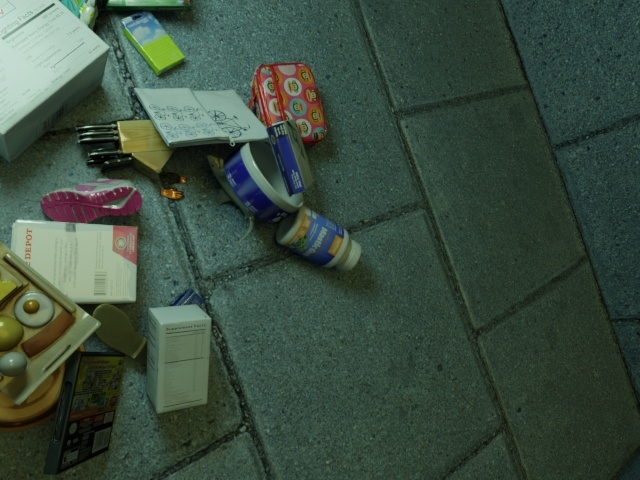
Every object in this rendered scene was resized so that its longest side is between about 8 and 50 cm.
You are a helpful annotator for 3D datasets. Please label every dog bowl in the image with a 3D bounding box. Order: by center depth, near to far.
[{"bbox_3d":[-0.173,-0.184,1.480,0.265,0.104,0.264,47,21,-24],"label":"dog bowl"}]

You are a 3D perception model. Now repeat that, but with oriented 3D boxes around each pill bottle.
[{"bbox_3d":[0.000,0.000,1.603,0.272,0.152,0.152,29,67,-23],"label":"pill bottle"}]

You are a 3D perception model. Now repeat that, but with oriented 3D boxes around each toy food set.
[{"bbox_3d":[-0.650,0.153,0.967,0.306,0.092,0.219,47,62,-16],"label":"toy food set"}]

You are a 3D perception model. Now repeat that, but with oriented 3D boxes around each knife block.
[{"bbox_3d":[-0.543,-0.302,1.369,0.242,0.088,0.275,37,64,-21],"label":"knife block"}]

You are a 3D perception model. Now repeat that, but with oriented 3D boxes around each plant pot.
[{"bbox_3d":[-0.689,0.299,1.093,0.291,0.204,0.290,7,77,-31],"label":"plant pot"}]

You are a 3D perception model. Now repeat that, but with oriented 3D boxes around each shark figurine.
[{"bbox_3d":[-0.273,-0.123,1.484,0.278,0.116,0.166,61,14,8],"label":"shark figurine"}]

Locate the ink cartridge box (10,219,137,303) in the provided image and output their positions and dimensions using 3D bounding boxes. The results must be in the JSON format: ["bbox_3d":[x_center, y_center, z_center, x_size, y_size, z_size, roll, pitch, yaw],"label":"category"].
[{"bbox_3d":[-0.631,0.063,1.225,0.283,0.117,0.207,4,79,-31],"label":"ink cartridge box"}]

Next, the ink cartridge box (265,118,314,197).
[{"bbox_3d":[-0.087,-0.264,1.484,0.224,0.046,0.223,-62,136,-68],"label":"ink cartridge box"}]

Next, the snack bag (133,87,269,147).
[{"bbox_3d":[-0.342,-0.380,1.426,0.343,0.037,0.323,-11,46,-33],"label":"snack bag"}]

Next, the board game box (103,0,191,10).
[{"bbox_3d":[-0.563,-0.800,1.411,0.318,0.046,0.213,-9,98,-18],"label":"board game box"}]

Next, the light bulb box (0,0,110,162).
[{"bbox_3d":[-0.795,-0.459,1.166,0.361,0.225,0.357,43,62,-17],"label":"light bulb box"}]

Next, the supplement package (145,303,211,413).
[{"bbox_3d":[-0.383,0.310,1.275,0.139,0.134,0.243,0,100,-33],"label":"supplement package"}]

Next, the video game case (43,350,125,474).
[{"bbox_3d":[-0.549,0.392,1.130,0.035,0.275,0.248,6,76,-1],"label":"video game case"}]

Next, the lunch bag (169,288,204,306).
[{"bbox_3d":[-0.396,0.189,1.374,0.065,0.067,0.098,48,62,-14],"label":"lunch bag"}]

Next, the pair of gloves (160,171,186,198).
[{"bbox_3d":[-0.448,-0.167,1.447,0.074,0.010,0.083,10,74,-29],"label":"pair of gloves"}]

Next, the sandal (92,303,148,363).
[{"bbox_3d":[-0.538,0.250,1.273,0.088,0.079,0.240,-55,134,-26],"label":"sandal"}]

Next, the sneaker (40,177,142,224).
[{"bbox_3d":[-0.614,-0.110,1.289,0.253,0.111,0.102,-6,116,-14],"label":"sneaker"}]

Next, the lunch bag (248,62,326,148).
[{"bbox_3d":[-0.129,-0.459,1.643,0.258,0.120,0.292,-14,90,-28],"label":"lunch bag"}]

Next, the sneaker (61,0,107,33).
[{"bbox_3d":[-0.666,-0.670,1.315,0.110,0.107,0.275,24,98,-16],"label":"sneaker"}]

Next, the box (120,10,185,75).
[{"bbox_3d":[-0.520,-0.615,1.473,0.109,0.042,0.178,-44,103,-31],"label":"box"}]
